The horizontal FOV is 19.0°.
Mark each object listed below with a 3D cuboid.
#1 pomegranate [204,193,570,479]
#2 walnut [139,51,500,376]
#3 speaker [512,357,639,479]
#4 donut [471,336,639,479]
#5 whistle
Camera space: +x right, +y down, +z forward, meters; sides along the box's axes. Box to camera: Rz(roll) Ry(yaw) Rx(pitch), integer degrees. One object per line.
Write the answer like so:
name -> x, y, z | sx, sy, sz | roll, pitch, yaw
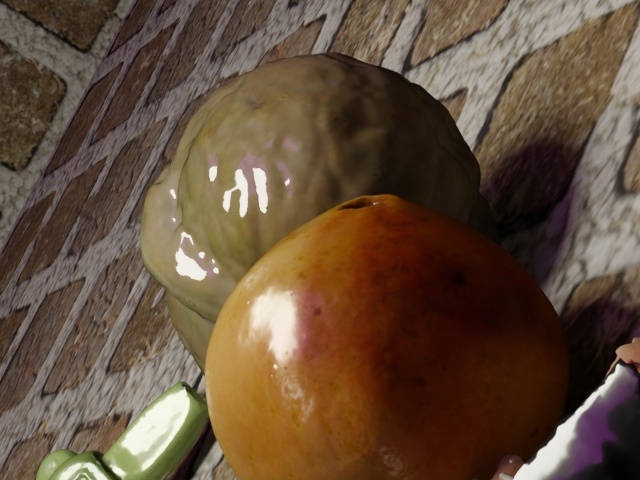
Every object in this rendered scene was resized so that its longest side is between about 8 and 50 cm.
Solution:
pomegranate -> 0.044, 0.075, 1.101 | 0.209, 0.209, 0.209 | -51, 18, 24
walnut -> -0.002, -0.001, 1.298 | 0.248, 0.248, 0.248 | -51, 18, 24
speaker -> 0.152, 0.224, 0.546 | 0.180, 0.184, 0.388 | -53, 20, 19
donut -> 0.138, 0.129, 0.964 | 0.166, 0.065, 0.117 | -54, 17, 21
whistle -> -0.200, 0.253, 1.660 | 0.294, 0.141, 0.141 | -41, 15, -9
